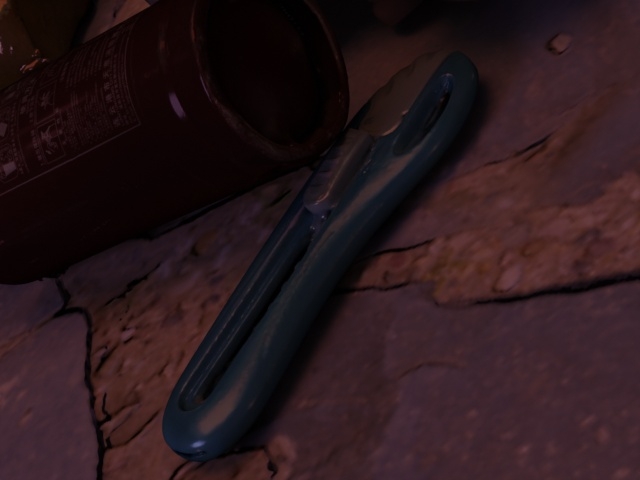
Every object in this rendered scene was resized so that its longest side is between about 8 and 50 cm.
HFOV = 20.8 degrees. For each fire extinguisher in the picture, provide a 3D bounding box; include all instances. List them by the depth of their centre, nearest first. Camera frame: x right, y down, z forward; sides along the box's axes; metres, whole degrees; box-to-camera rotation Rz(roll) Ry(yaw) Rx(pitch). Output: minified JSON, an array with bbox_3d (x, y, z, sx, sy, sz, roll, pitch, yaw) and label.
[{"bbox_3d":[-0.110,-0.043,0.829,0.269,0.105,0.105,-22,36,42],"label":"fire extinguisher"}]

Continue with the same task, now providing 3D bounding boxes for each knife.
[{"bbox_3d":[0.000,0.000,0.743,0.064,0.031,0.222,6,55,49],"label":"knife"}]

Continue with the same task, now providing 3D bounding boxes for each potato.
[{"bbox_3d":[-0.199,-0.161,1.087,0.100,0.089,0.172,-20,37,29],"label":"potato"}]

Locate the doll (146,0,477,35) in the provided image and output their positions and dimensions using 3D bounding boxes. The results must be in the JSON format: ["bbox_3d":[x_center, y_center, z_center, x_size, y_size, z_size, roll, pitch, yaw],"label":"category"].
[{"bbox_3d":[0.005,-0.169,0.846,0.287,0.151,0.151,-9,44,44],"label":"doll"}]
